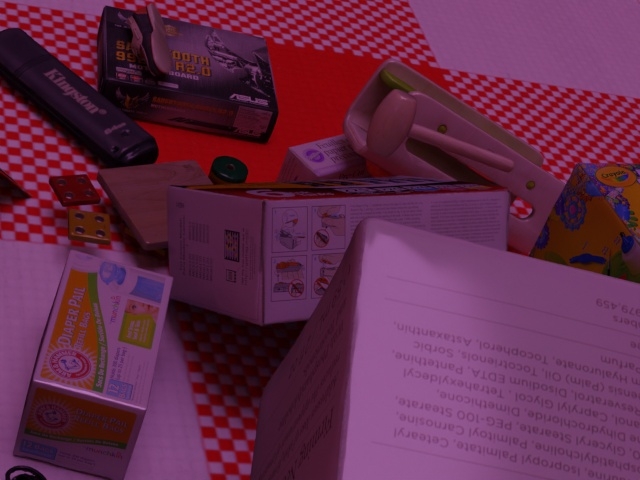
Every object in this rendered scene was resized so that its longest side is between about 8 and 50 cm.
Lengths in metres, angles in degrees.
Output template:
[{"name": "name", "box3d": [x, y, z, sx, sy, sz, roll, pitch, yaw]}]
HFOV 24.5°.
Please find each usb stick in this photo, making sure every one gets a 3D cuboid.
[{"name": "usb stick", "box3d": [-0.315, -0.176, 1.833, 0.278, 0.045, 0.077, 39, 39, 22]}]

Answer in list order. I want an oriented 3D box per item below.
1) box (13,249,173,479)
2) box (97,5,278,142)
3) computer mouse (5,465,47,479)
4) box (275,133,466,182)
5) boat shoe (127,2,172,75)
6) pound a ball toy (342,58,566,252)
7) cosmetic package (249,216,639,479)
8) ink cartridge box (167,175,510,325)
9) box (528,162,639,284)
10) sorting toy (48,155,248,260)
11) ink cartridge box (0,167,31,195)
[{"name": "box", "box3d": [-0.222, 0.120, 1.451, 0.114, 0.103, 0.203, 15, 36, -9]}, {"name": "box", "box3d": [-0.179, -0.221, 1.952, 0.231, 0.056, 0.183, 10, 38, -16]}, {"name": "computer mouse", "box3d": [-0.319, 0.271, 1.241, 0.262, 0.060, 0.184, 2, 28, -40]}, {"name": "box", "box3d": [0.084, -0.110, 1.939, 0.324, 0.067, 0.063, -16, 50, -42]}, {"name": "boat shoe", "box3d": [-0.221, -0.252, 1.888, 0.043, 0.049, 0.137, -25, 44, 10]}, {"name": "pound a ball toy", "box3d": [0.155, -0.088, 1.811, 0.319, 0.136, 0.208, 29, 17, -25]}, {"name": "cosmetic package", "box3d": [0.121, 0.255, 1.184, 0.327, 0.329, 0.394, 14, 54, -10]}, {"name": "ink cartridge box", "box3d": [0.000, 0.000, 1.594, 0.309, 0.130, 0.272, -4, 8, -33]}, {"name": "box", "box3d": [0.350, 0.112, 1.598, 0.177, 0.290, 0.279, -1, 43, -28]}, {"name": "sorting toy", "box3d": [-0.186, -0.030, 1.711, 0.274, 0.046, 0.132, -9, 46, -36]}, {"name": "ink cartridge box", "box3d": [-0.429, -0.116, 1.615, 0.171, 0.235, 0.056, 37, 80, 19]}]
